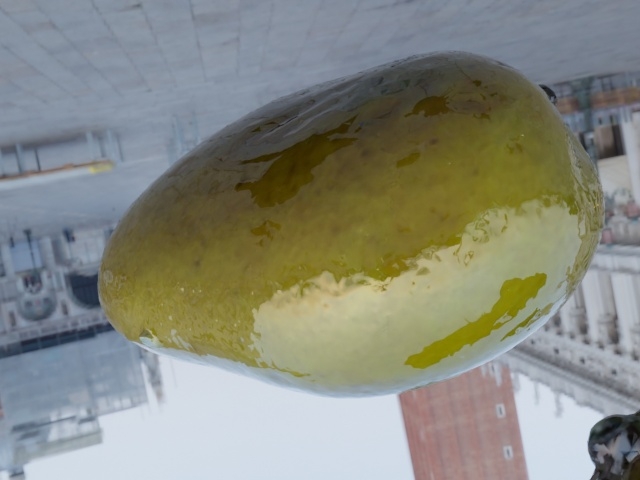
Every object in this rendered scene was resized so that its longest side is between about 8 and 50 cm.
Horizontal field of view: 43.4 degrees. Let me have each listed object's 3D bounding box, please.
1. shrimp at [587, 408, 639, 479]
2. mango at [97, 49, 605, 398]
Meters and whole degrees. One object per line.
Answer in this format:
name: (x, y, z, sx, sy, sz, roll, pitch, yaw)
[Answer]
shrimp: (0.204, 0.290, 0.517, 0.221, 0.445, 0.110, 5, -167, -14)
mango: (0.000, 0.000, 0.666, 0.445, 0.220, 0.301, -19, -140, 26)
